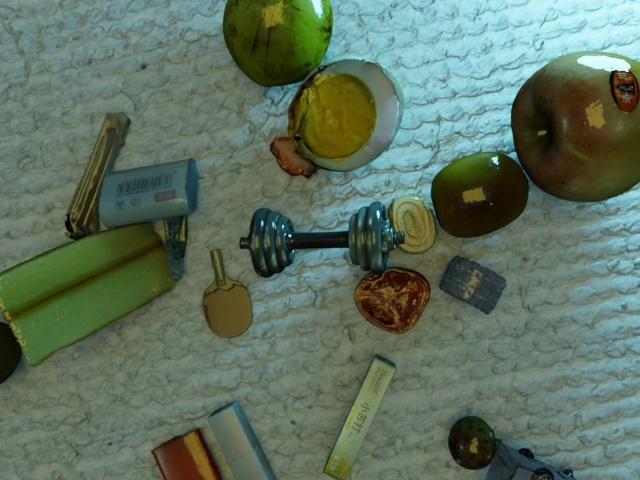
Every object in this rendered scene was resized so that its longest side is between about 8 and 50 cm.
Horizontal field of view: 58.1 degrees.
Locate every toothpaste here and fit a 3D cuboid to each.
[{"bbox_3d":[0.101,0.442,1.442,0.070,0.089,0.313,25,91,9],"label":"toothpaste"}]

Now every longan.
[{"bbox_3d":[-0.862,0.295,1.478,0.187,0.167,0.167,-42,86,-11],"label":"longan"}]

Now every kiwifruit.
[{"bbox_3d":[0.385,-0.111,1.387,0.233,0.196,0.196,-15,87,-1],"label":"kiwifruit"}]

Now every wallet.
[{"bbox_3d":[-0.334,0.604,1.487,0.142,0.045,0.205,-26,86,5],"label":"wallet"}]

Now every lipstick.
[{"bbox_3d":[-0.168,0.595,1.460,0.079,0.076,0.372,-27,87,3],"label":"lipstick"}]

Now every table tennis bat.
[{"bbox_3d":[-0.253,0.139,1.509,0.130,0.022,0.235,-13,89,4],"label":"table tennis bat"}]

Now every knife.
[{"bbox_3d":[-0.590,-0.169,1.532,0.089,0.043,0.366,20,87,-29],"label":"knife"}]

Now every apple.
[{"bbox_3d":[0.618,-0.259,1.306,0.304,0.338,0.339,-10,88,-11],"label":"apple"}]

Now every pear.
[{"bbox_3d":[-0.100,-0.512,1.403,0.283,0.283,0.284,0,88,4],"label":"pear"}]

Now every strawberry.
[{"bbox_3d":[-0.060,-0.219,1.493,0.152,0.048,0.104,36,97,13],"label":"strawberry"}]

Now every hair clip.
[{"bbox_3d":[-0.378,-0.006,1.505,0.065,0.036,0.229,1,77,-22],"label":"hair clip"}]

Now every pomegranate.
[{"bbox_3d":[0.376,0.494,1.403,0.130,0.130,0.131,0,88,4],"label":"pomegranate"}]

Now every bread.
[{"bbox_3d":[-0.558,0.100,1.421,0.361,0.245,0.234,-25,99,1],"label":"bread"},{"bbox_3d":[0.233,-0.040,1.458,0.122,0.073,0.149,-8,90,-2],"label":"bread"}]

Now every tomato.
[{"bbox_3d":[0.175,0.137,1.447,0.174,0.082,0.167,26,91,1],"label":"tomato"}]

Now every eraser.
[{"bbox_3d":[-0.434,-0.123,1.470,0.226,0.081,0.174,-10,48,5],"label":"eraser"}]

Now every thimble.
[{"bbox_3d":[0.369,0.107,1.403,0.150,0.150,0.098,28,90,4],"label":"thimble"}]

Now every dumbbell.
[{"bbox_3d":[0.000,0.000,1.396,0.405,0.179,0.179,-2,88,12],"label":"dumbbell"}]

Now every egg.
[{"bbox_3d":[0.052,-0.319,1.429,0.264,0.174,0.287,26,106,-20],"label":"egg"}]

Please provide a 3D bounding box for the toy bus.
[{"bbox_3d":[0.534,0.598,1.357,0.316,0.112,0.138,29,96,-14],"label":"toy bus"}]
